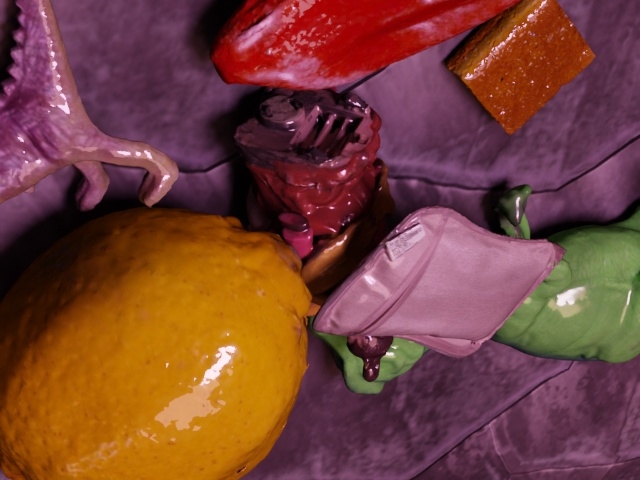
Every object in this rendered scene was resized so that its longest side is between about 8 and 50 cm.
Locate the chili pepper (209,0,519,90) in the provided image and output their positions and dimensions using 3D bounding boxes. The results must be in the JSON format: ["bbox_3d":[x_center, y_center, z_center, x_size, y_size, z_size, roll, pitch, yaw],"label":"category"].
[{"bbox_3d":[0.041,-0.177,0.937,0.252,0.136,0.144,-34,-176,10],"label":"chili pepper"}]

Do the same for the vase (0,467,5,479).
[{"bbox_3d":[-0.251,0.230,1.100,0.081,0.081,0.149,-33,141,-5],"label":"vase"}]

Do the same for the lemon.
[{"bbox_3d":[-0.120,0.082,0.965,0.260,0.204,0.204,-35,139,11],"label":"lemon"}]

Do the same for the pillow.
[{"bbox_3d":[0.094,0.034,1.039,0.232,0.038,0.131,11,124,-51],"label":"pillow"}]

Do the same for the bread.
[{"bbox_3d":[0.155,-0.141,1.082,0.094,0.035,0.090,-44,137,7],"label":"bread"}]

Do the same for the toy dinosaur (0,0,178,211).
[{"bbox_3d":[-0.183,-0.086,0.877,0.199,0.072,0.251,28,118,-35],"label":"toy dinosaur"}]

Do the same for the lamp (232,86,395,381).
[{"bbox_3d":[0.000,0.000,1.049,0.118,0.118,0.253,-24,139,-15],"label":"lamp"}]

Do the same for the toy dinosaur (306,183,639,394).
[{"bbox_3d":[0.250,0.106,1.292,0.374,0.144,0.500,-36,133,5],"label":"toy dinosaur"}]
